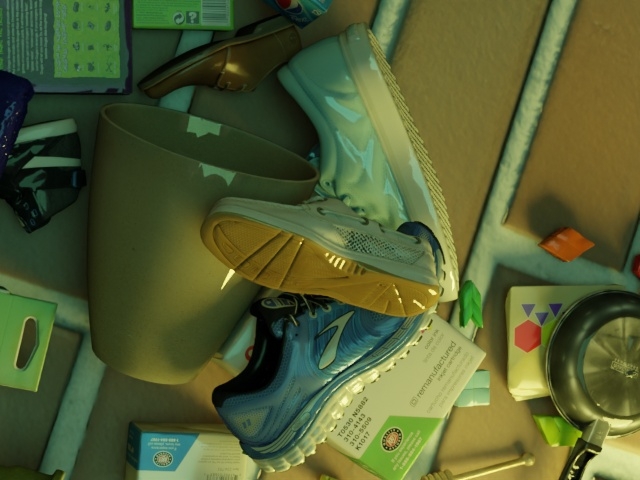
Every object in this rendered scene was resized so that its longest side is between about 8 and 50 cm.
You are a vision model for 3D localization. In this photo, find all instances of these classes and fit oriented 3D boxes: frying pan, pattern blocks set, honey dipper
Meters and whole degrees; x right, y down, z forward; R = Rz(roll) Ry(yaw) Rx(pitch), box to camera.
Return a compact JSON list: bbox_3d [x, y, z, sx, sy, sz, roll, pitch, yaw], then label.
[{"bbox_3d":[0.345,0.209,1.919,0.197,0.053,0.326,45,76,-14],"label":"frying pan"},{"bbox_3d":[0.325,0.127,1.944,0.324,0.026,0.286,9,90,-19],"label":"pattern blocks set"},{"bbox_3d":[0.207,0.301,1.917,0.160,0.030,0.031,-10,96,-21],"label":"honey dipper"}]

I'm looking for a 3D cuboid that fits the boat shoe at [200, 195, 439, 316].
[{"bbox_3d":[0.000,0.000,1.579,0.277,0.098,0.096,20,52,-25],"label":"boat shoe"}]

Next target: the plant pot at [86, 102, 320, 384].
[{"bbox_3d":[-0.161,0.014,1.686,0.256,0.256,0.274,13,104,-18],"label":"plant pot"}]

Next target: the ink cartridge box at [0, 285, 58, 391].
[{"bbox_3d":[-0.415,0.096,1.683,0.209,0.062,0.109,14,89,-19],"label":"ink cartridge box"}]

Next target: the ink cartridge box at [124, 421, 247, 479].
[{"bbox_3d":[-0.167,0.337,1.769,0.134,0.078,0.231,5,92,-19],"label":"ink cartridge box"}]

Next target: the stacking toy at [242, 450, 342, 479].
[{"bbox_3d":[-0.051,0.344,1.771,0.221,0.052,0.167,31,75,-44],"label":"stacking toy"}]

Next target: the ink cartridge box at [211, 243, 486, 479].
[{"bbox_3d":[0.026,0.133,1.800,0.278,0.117,0.201,37,82,-16],"label":"ink cartridge box"}]

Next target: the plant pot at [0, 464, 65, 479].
[{"bbox_3d":[-0.451,0.321,1.600,0.253,0.276,0.276,28,85,-7],"label":"plant pot"}]

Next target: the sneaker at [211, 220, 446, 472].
[{"bbox_3d":[0.008,0.097,1.661,0.147,0.130,0.330,45,78,-18],"label":"sneaker"}]

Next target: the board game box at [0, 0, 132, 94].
[{"bbox_3d":[-0.322,-0.340,1.698,0.208,0.056,0.347,-1,93,-22],"label":"board game box"}]

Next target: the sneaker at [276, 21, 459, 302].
[{"bbox_3d":[0.057,-0.078,1.813,0.150,0.135,0.366,-19,105,13],"label":"sneaker"}]

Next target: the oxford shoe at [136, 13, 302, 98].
[{"bbox_3d":[-0.114,-0.204,1.760,0.212,0.076,0.076,-23,105,-17],"label":"oxford shoe"}]

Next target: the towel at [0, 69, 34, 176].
[{"bbox_3d":[-0.480,-0.120,1.596,0.308,0.076,0.228,22,90,6],"label":"towel"}]

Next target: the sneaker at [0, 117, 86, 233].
[{"bbox_3d":[-0.370,-0.060,1.680,0.216,0.079,0.121,-14,97,-17],"label":"sneaker"}]

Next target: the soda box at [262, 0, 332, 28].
[{"bbox_3d":[0.010,-0.359,1.763,0.067,0.071,0.210,34,67,-16],"label":"soda box"}]

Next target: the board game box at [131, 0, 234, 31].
[{"bbox_3d":[-0.165,-0.379,1.752,0.124,0.039,0.260,-1,96,-19],"label":"board game box"}]
